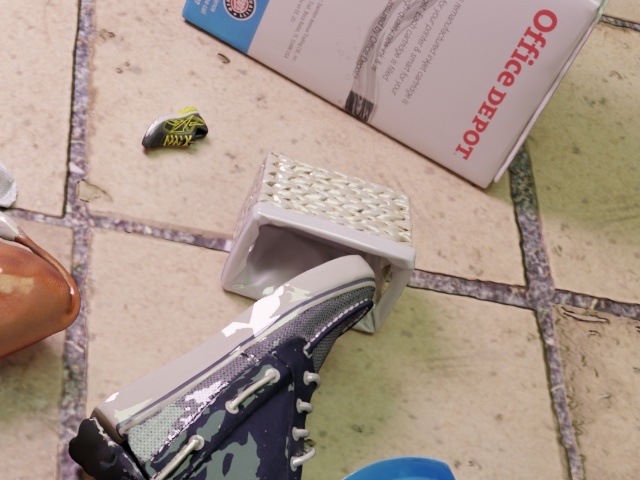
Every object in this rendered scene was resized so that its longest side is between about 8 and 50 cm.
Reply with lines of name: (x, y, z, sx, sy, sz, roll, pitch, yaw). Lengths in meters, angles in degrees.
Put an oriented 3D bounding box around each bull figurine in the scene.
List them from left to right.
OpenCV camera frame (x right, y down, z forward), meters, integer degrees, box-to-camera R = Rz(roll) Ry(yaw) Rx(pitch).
bull figurine: (-0.359, 0.067, 1.485, 0.310, 0.101, 0.188, -21, 61, -36)

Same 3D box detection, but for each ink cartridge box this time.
ink cartridge box: (0.090, -0.280, 1.869, 0.395, 0.285, 0.166, 30, 45, 1)

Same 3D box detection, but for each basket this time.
basket: (0.000, 0.000, 1.707, 0.167, 0.113, 0.103, 18, 42, -11)

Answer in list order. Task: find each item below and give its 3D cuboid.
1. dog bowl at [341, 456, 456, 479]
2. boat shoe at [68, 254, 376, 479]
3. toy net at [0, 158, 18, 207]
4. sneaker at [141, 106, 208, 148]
dog bowl: (0.123, 0.280, 1.446, 0.297, 0.074, 0.166, 11, 51, 34)
boat shoe: (-0.047, 0.152, 1.551, 0.340, 0.127, 0.158, -32, 75, -29)
toy net: (-0.391, -0.100, 1.656, 0.232, 0.045, 0.122, 33, 45, 4)
sneaker: (-0.146, -0.111, 1.788, 0.035, 0.031, 0.083, 45, 48, 15)
